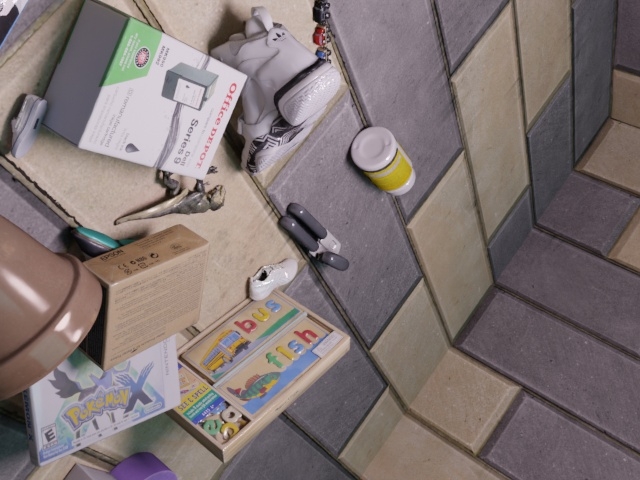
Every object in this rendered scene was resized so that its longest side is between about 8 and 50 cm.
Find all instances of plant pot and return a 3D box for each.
[{"bbox_3d":[-0.488,0.063,1.070,0.263,0.263,0.229,-45,128,-24],"label":"plant pot"}]

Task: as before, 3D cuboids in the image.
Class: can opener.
[{"bbox_3d":[0.000,0.000,1.845,0.076,0.095,0.283,-57,149,-7],"label":"can opener"}]

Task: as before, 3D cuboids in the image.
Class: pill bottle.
[{"bbox_3d":[0.168,-0.198,1.906,0.119,0.119,0.208,-58,149,-4],"label":"pill bottle"}]

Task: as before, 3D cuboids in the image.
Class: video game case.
[{"bbox_3d":[-0.406,0.223,1.395,0.329,0.036,0.299,-15,107,-50],"label":"video game case"}]

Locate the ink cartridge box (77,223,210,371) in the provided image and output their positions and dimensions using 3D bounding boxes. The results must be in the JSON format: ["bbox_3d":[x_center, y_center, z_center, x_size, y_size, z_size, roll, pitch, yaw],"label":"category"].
[{"bbox_3d":[-0.319,0.098,1.340,0.235,0.088,0.193,-27,140,-49],"label":"ink cartridge box"}]

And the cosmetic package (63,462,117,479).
[{"bbox_3d":[-0.527,0.604,1.568,0.238,0.107,0.127,-56,149,-14],"label":"cosmetic package"}]

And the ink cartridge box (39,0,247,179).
[{"bbox_3d":[-0.280,-0.236,1.213,0.289,0.122,0.211,11,107,-58],"label":"ink cartridge box"}]

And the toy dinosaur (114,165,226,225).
[{"bbox_3d":[-0.263,-0.093,1.421,0.268,0.064,0.118,-15,133,-46],"label":"toy dinosaur"}]

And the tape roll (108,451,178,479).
[{"bbox_3d":[-0.429,0.595,1.723,0.189,0.080,0.188,-35,140,-35],"label":"tape roll"}]

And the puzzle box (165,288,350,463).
[{"bbox_3d":[-0.163,0.278,1.666,0.409,0.272,0.052,-37,144,-35],"label":"puzzle box"}]

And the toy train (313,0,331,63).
[{"bbox_3d":[0.003,-0.430,1.562,0.036,0.027,0.158,-34,140,-31],"label":"toy train"}]

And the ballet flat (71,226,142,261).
[{"bbox_3d":[-0.376,0.026,1.342,0.203,0.074,0.074,15,102,-61],"label":"ballet flat"}]

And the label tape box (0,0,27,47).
[{"bbox_3d":[-0.537,-0.271,0.816,0.249,0.115,0.348,-60,151,-1],"label":"label tape box"}]

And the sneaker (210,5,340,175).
[{"bbox_3d":[-0.110,-0.281,1.423,0.137,0.210,0.366,-39,177,-32],"label":"sneaker"}]

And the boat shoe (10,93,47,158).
[{"bbox_3d":[-0.445,-0.172,1.110,0.100,0.035,0.035,-63,173,13],"label":"boat shoe"}]

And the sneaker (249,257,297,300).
[{"bbox_3d":[-0.112,0.083,1.792,0.152,0.054,0.061,-38,140,-33],"label":"sneaker"}]
